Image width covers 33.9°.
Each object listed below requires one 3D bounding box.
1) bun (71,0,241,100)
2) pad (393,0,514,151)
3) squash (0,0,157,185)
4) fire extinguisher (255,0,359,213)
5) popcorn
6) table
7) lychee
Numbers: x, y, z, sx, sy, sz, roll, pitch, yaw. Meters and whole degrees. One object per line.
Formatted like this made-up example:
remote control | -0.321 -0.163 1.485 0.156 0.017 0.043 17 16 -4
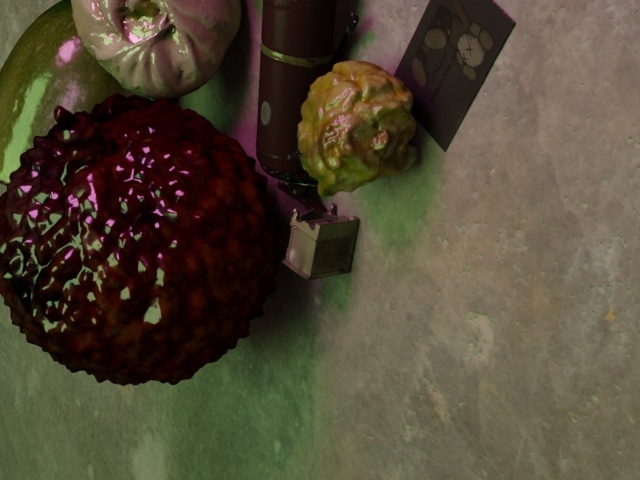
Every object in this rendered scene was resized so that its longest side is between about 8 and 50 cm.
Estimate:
bun | -0.238 -0.335 1.528 0.160 0.259 0.259 179 81 -87
pad | 0.150 -0.218 1.247 0.127 0.004 0.190 54 137 31
squash | -0.411 -0.262 1.729 0.310 0.310 0.309 37 125 42
fire extinguisher | -0.022 -0.200 1.400 0.141 0.105 0.341 20 123 26
popcorn | 0.037 -0.135 1.296 0.173 0.142 0.173 -3 86 44
table | 0.000 0.000 1.432 0.062 0.079 0.083 34 122 41
lychee | -0.262 -0.009 1.491 0.424 0.424 0.500 50 166 33
